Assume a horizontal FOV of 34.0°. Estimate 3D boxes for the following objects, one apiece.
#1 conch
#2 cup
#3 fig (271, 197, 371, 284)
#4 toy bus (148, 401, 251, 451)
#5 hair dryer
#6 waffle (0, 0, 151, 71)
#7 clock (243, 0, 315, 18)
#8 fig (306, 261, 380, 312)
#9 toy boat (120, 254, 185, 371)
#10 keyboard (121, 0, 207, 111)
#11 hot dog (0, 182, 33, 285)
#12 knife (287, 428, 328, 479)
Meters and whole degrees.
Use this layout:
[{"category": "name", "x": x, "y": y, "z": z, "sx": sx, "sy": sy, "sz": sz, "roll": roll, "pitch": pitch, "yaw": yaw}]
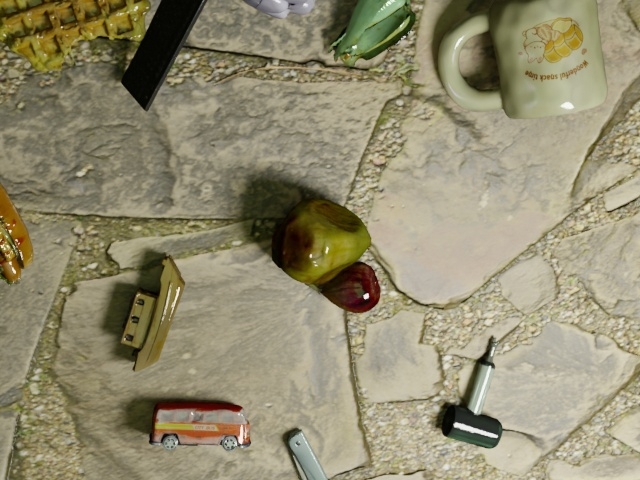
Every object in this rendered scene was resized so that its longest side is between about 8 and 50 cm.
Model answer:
[{"category": "conch", "x": 0.093, "y": -0.350, "z": 1.723, "sx": 0.106, "sy": 0.079, "sz": 0.170, "roll": 35, "pitch": 109, "yaw": -7}, {"category": "cup", "x": 0.340, "y": -0.314, "z": 1.743, "sx": 0.173, "sy": 0.255, "sz": 0.202, "roll": -26, "pitch": 109, "yaw": -47}, {"category": "fig", "x": 0.000, "y": 0.000, "z": 1.734, "sx": 0.166, "sy": 0.144, "sz": 0.154, "roll": -17, "pitch": 125, "yaw": -18}, {"category": "toy bus", "x": -0.205, "y": 0.316, "z": 1.794, "sx": 0.174, "sy": 0.079, "sz": 0.077, "roll": 2, "pitch": 90, "yaw": -9}, {"category": "hair dryer", "x": 0.292, "y": 0.269, "z": 1.876, "sx": 0.101, "sy": 0.057, "sz": 0.197, "roll": 16, "pitch": 92, "yaw": -13}, {"category": "waffle", "x": -0.400, "y": -0.391, "z": 1.643, "sx": 0.291, "sy": 0.051, "sz": 0.291, "roll": -1, "pitch": 98, "yaw": -6}, {"category": "clock", "x": -0.042, "y": -0.436, "z": 1.595, "sx": 0.189, "sy": 0.254, "sz": 0.188, "roll": -3, "pitch": 102, "yaw": -13}, {"category": "fig", "x": 0.037, "y": 0.085, "z": 1.793, "sx": 0.125, "sy": 0.089, "sz": 0.088, "roll": -8, "pitch": 102, "yaw": 18}, {"category": "toy boat", "x": -0.284, "y": 0.120, "z": 1.755, "sx": 0.077, "sy": 0.057, "sz": 0.200, "roll": 20, "pitch": 97, "yaw": -5}, {"category": "keyboard", "x": -0.200, "y": -0.380, "z": 1.619, "sx": 0.041, "sy": 0.103, "sz": 0.381, "roll": 17, "pitch": 114, "yaw": -51}, {"category": "hot dog", "x": -0.541, "y": -0.040, "z": 1.678, "sx": 0.104, "sy": 0.076, "sz": 0.250, "roll": -24, "pitch": 101, "yaw": -5}, {"category": "knife", "x": -0.018, "y": 0.412, "z": 1.864, "sx": 0.044, "sy": 0.023, "sz": 0.162, "roll": -25, "pitch": 103, "yaw": 0}]
